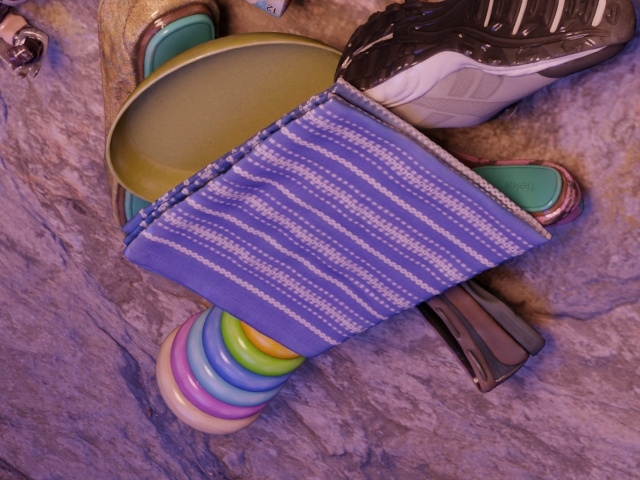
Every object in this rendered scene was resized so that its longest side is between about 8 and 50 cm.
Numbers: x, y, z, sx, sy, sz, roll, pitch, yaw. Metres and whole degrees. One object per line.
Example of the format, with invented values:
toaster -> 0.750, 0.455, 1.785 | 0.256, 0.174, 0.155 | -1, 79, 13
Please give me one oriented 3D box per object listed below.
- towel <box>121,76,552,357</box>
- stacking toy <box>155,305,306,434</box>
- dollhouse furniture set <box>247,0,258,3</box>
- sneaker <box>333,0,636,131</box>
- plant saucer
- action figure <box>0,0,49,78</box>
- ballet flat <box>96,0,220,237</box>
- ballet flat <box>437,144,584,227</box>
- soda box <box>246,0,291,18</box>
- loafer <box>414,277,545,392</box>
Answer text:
towel -> 0.000, 0.000, 1.307 | 0.243, 0.040, 0.336 | 33, 142, -24
stacking toy -> -0.058, 0.089, 1.592 | 0.141, 0.141, 0.330 | 35, 142, -8
dollhouse furniture set -> -0.063, -0.244, 0.945 | 0.129, 0.184, 0.129 | 44, 145, -21
sneaker -> 0.135, -0.144, 1.153 | 0.108, 0.100, 0.271 | 34, 154, -34
plant saucer -> -0.071, -0.108, 1.301 | 0.241, 0.037, 0.241 | -12, 150, -7
action figure -> -0.298, -0.240, 1.349 | 0.185, 0.099, 0.285 | 39, 150, -23
ballet flat -> -0.155, -0.131, 1.382 | 0.123, 0.123, 0.348 | 24, 146, 9
ballet flat -> 0.129, -0.041, 1.317 | 0.221, 0.077, 0.079 | 8, 161, 30
soda box -> -0.093, -0.255, 1.199 | 0.183, 0.058, 0.063 | 29, 148, 3
loafer -> 0.097, 0.047, 1.411 | 0.267, 0.084, 0.096 | 39, -177, -17
